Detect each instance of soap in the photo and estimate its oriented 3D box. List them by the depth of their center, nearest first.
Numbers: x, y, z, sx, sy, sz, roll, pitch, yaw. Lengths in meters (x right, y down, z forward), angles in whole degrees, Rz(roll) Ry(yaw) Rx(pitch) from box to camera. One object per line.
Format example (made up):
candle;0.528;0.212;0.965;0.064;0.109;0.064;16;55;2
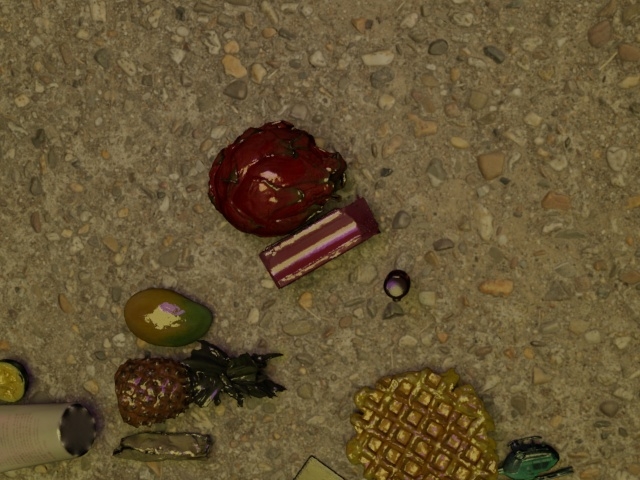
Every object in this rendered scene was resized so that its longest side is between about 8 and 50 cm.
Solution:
soap;0.000;0.000;1.767;0.250;0.162;0.099;-30;87;7

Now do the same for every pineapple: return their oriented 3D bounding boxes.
pineapple;-0.257;0.300;1.817;0.364;0.165;0.166;-12;89;0

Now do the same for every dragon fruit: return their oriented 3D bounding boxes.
dragon fruit;-0.094;-0.131;1.737;0.298;0.244;0.245;-11;89;15

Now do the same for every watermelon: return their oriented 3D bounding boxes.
watermelon;-0.707;0.312;1.906;0.105;0.062;0.106;4;113;9

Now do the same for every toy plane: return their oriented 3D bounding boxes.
toy plane;0.415;0.480;1.778;0.234;0.060;0.096;-13;102;3

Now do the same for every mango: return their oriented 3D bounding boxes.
mango;-0.336;0.170;1.852;0.194;0.092;0.130;0;89;-2

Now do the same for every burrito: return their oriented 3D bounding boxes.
burrito;-0.353;0.463;1.871;0.229;0.058;0.063;-2;95;9

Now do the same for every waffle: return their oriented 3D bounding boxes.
waffle;0.210;0.426;1.770;0.324;0.068;0.302;-20;77;18

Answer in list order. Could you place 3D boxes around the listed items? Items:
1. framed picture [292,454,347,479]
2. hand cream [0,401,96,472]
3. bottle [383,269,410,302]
framed picture;0.042;0.664;1.846;0.323;0.013;0.244;35;95;6
hand cream;-0.672;0.440;1.881;0.358;0.118;0.186;-11;93;24
bottle;0.159;0.094;1.747;0.060;0.164;0.060;0;91;7
